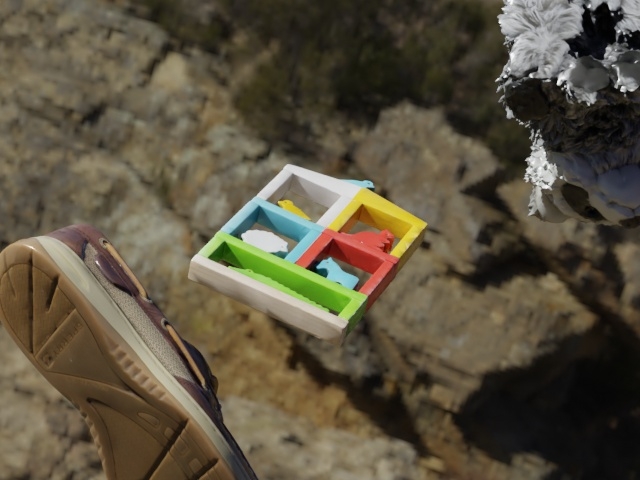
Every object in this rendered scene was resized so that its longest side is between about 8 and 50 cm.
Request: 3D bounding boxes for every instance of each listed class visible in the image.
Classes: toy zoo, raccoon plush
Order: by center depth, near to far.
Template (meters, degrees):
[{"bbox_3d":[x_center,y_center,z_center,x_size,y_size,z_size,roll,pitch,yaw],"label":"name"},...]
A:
[{"bbox_3d":[0.314,-0.230,1.715,0.216,0.447,0.299,0,-25,8],"label":"raccoon plush"},{"bbox_3d":[0.000,0.000,1.726,0.192,0.030,0.293,24,37,15],"label":"toy zoo"}]

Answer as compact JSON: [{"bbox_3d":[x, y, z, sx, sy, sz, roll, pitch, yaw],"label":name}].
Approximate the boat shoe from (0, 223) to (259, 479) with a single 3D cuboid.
[{"bbox_3d":[-0.130,0.129,1.237,0.342,0.123,0.123,51,34,7],"label":"boat shoe"}]
